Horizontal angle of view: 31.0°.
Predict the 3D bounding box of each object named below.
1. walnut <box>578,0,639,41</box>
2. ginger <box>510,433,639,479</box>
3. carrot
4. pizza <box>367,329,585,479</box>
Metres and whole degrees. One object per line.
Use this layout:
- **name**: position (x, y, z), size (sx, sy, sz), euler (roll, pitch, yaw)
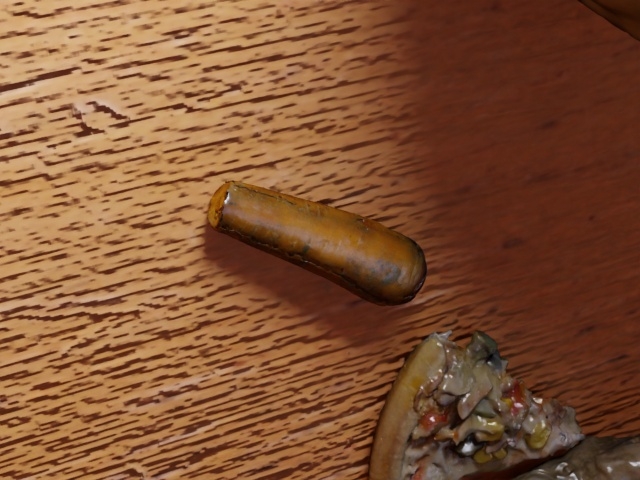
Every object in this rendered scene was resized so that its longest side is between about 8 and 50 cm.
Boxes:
- **walnut**: position (0.238, -0.262, 0.605), size (0.383, 0.383, 0.383), euler (-10, 117, -20)
- **ginger**: position (0.242, 0.208, 0.967), size (0.290, 0.084, 0.122), euler (-25, 138, -12)
- **carrot**: position (0.000, 0.000, 0.789), size (0.161, 0.055, 0.055), euler (22, 103, -23)
- **pizza**: position (0.133, 0.155, 0.919), size (0.195, 0.052, 0.185), euler (3, 115, -26)
